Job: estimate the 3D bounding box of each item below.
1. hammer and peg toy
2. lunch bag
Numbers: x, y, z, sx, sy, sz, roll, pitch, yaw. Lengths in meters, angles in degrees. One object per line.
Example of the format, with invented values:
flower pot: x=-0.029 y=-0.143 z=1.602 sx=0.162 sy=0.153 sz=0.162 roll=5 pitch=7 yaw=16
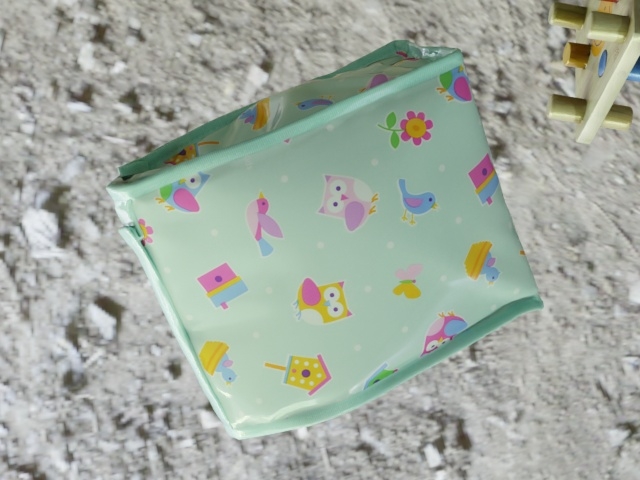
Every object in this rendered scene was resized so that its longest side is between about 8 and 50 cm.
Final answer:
hammer and peg toy: x=0.417 y=-0.329 z=1.589 sx=0.127 sy=0.361 sz=0.266 roll=9 pitch=60 yaw=-2
lunch bag: x=0.000 y=0.000 z=0.847 sx=0.262 sy=0.160 sz=0.223 roll=-25 pitch=109 yaw=-9
